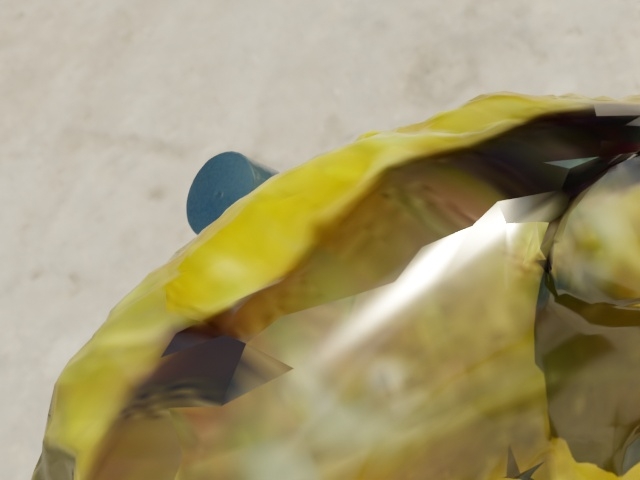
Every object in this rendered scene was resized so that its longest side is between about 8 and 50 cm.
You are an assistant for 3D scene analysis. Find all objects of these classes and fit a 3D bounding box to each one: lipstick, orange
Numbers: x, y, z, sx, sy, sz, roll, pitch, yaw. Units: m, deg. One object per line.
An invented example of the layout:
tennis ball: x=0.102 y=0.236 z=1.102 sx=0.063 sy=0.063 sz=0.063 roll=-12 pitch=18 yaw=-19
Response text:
lipstick: x=0.000 y=0.000 z=0.872 sx=0.048 sy=0.158 sz=0.048 roll=-17 pitch=62 yaw=36
orange: x=0.061 y=0.153 z=0.405 sx=0.271 sy=0.368 sz=0.210 roll=-15 pitch=-10 yaw=-30
